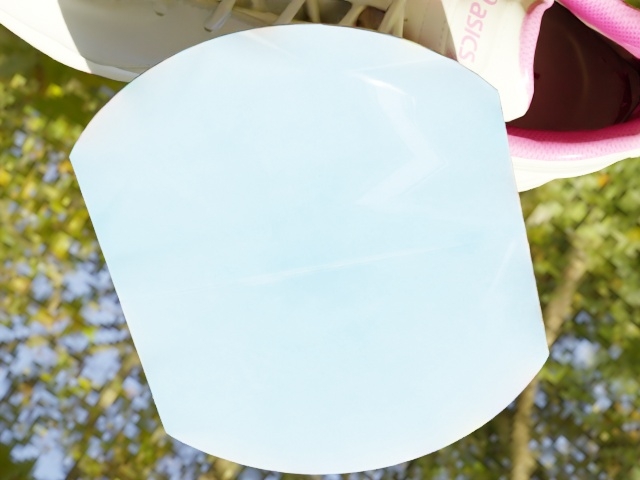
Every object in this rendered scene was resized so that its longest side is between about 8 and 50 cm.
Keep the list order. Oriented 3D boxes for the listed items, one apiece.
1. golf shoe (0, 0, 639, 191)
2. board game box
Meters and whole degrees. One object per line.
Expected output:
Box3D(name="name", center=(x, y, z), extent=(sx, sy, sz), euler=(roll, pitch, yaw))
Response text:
Box3D(name="golf shoe", center=(0.007, -0.096, 0.626), extent=(0.306, 0.115, 0.140), euler=(14, 180, -24))
Box3D(name="board game box", center=(0.000, 0.000, 0.549), extent=(0.033, 0.133, 0.169), euler=(-87, -16, -58))
